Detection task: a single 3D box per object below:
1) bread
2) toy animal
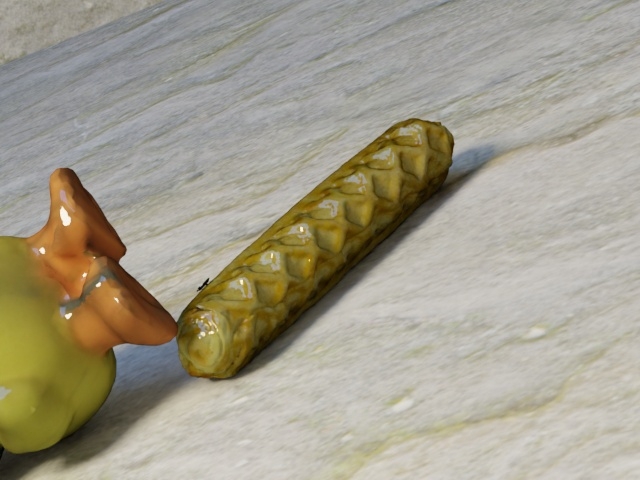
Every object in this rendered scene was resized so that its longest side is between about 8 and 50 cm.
[{"bbox_3d":[0.001,0.000,1.566,0.077,0.084,0.367,33,52,18],"label":"bread"},{"bbox_3d":[-0.290,0.109,1.512,0.338,0.191,0.216,-34,61,5],"label":"toy animal"}]
